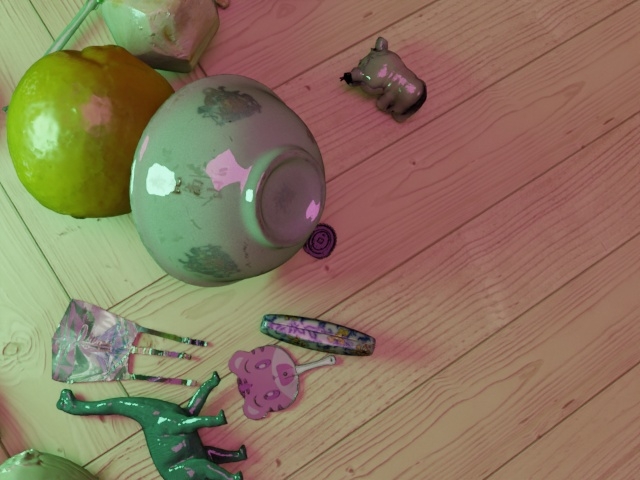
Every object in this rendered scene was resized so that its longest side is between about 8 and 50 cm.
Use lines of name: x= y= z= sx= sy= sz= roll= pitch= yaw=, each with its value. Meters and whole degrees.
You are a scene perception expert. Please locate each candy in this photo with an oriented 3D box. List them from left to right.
candy: x=-0.543 y=-0.450 z=1.380 sx=0.119 sy=0.119 sz=0.439 roll=33 pitch=85 yaw=-3

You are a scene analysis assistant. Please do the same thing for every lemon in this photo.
lemon: x=-0.430 y=-0.204 z=1.234 sx=0.348 sy=0.348 sz=0.347 roll=1 pitch=81 yaw=-9

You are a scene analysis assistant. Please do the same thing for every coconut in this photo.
coconut: x=-0.336 y=-0.461 z=1.346 sx=0.241 sy=0.241 sz=0.241 roll=1 pitch=81 yaw=-9

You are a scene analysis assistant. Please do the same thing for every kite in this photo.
kite: x=-0.403 y=0.240 z=1.327 sx=0.310 sy=0.015 sz=0.169 roll=16 pitch=79 yaw=-4

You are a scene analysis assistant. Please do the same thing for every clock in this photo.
clock: x=0.000 y=0.000 z=1.430 sx=0.074 sy=0.010 sz=0.083 roll=32 pitch=78 yaw=-3

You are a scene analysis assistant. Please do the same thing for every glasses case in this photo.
glasses case: x=-0.005 y=0.202 z=1.358 sx=0.248 sy=0.087 sz=0.065 roll=15 pitch=75 yaw=-7

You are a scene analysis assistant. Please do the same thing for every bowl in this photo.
bowl: x=-0.117 y=-0.094 z=1.213 sx=0.435 sy=0.196 sz=0.434 roll=-17 pitch=114 yaw=-43

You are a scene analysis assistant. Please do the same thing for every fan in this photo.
fan: x=-0.075 y=0.286 z=1.374 sx=0.227 sy=0.008 sz=0.152 roll=-16 pitch=83 yaw=-10

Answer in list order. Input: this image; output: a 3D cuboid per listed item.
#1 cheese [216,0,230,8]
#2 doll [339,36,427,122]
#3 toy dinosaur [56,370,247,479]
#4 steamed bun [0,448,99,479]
cheese: x=-0.250 y=-0.554 z=1.468 sx=0.083 sy=0.030 sz=0.044 roll=-2 pitch=101 yaw=-14
doll: x=0.158 y=-0.369 z=1.472 sx=0.192 sy=0.095 sz=0.149 roll=36 pitch=80 yaw=-5
toy dinosaur: x=-0.326 y=0.440 z=1.277 sx=0.331 sy=0.129 sz=0.383 roll=-18 pitch=85 yaw=-1
steamed bun: x=-0.528 y=0.574 z=1.142 sx=0.312 sy=0.233 sz=0.333 roll=27 pitch=79 yaw=-3
